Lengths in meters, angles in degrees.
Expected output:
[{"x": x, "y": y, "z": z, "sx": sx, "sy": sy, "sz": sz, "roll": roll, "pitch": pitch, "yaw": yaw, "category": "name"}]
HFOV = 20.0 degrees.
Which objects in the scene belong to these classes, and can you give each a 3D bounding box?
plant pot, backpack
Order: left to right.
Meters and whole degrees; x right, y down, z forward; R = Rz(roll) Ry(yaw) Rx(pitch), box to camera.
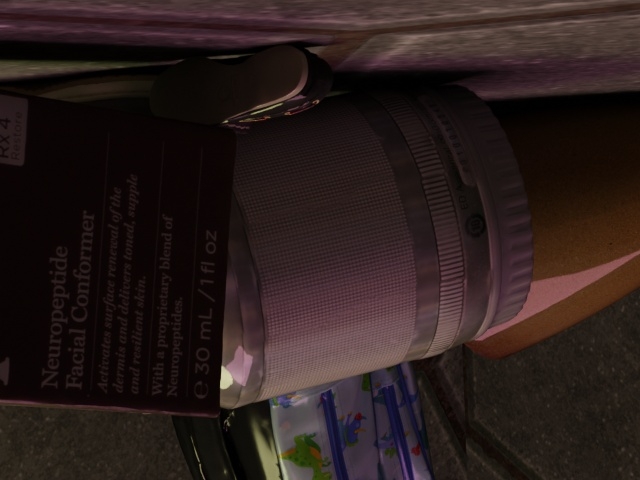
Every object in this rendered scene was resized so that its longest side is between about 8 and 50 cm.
[{"x": -0.026, "y": 0.167, "z": 1.714, "sx": 0.273, "sy": 0.355, "sz": 0.290, "roll": -12, "pitch": -162, "yaw": -31, "category": "backpack"}, {"x": 0.243, "y": -0.036, "z": 1.692, "sx": 0.254, "sy": 0.237, "sz": 0.237, "roll": -20, "pitch": 170, "yaw": 31, "category": "plant pot"}]

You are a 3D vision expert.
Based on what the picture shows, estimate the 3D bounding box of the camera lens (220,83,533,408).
[{"x": 0.000, "y": 0.000, "z": 1.417, "sx": 0.274, "sy": 0.219, "sz": 0.219, "roll": -13, "pitch": -177, "yaw": -18, "category": "camera lens"}]

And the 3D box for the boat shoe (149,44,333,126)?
[{"x": -0.053, "y": -0.097, "z": 1.182, "sx": 0.133, "sy": 0.048, "sz": 0.042, "roll": -8, "pitch": 169, "yaw": 34, "category": "boat shoe"}]

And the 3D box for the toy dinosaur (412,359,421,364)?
[{"x": 0.085, "y": 0.059, "z": 1.794, "sx": 0.121, "sy": 0.160, "sz": 0.313, "roll": -4, "pitch": -171, "yaw": -16, "category": "toy dinosaur"}]

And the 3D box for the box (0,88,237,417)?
[{"x": -0.245, "y": 0.002, "z": 1.093, "sx": 0.381, "sy": 0.191, "sz": 0.143, "roll": 7, "pitch": 173, "yaw": -32, "category": "box"}]

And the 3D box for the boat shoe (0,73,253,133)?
[{"x": -0.173, "y": -0.069, "z": 1.321, "sx": 0.285, "sy": 0.092, "sz": 0.103, "roll": -3, "pitch": 178, "yaw": 23, "category": "boat shoe"}]
